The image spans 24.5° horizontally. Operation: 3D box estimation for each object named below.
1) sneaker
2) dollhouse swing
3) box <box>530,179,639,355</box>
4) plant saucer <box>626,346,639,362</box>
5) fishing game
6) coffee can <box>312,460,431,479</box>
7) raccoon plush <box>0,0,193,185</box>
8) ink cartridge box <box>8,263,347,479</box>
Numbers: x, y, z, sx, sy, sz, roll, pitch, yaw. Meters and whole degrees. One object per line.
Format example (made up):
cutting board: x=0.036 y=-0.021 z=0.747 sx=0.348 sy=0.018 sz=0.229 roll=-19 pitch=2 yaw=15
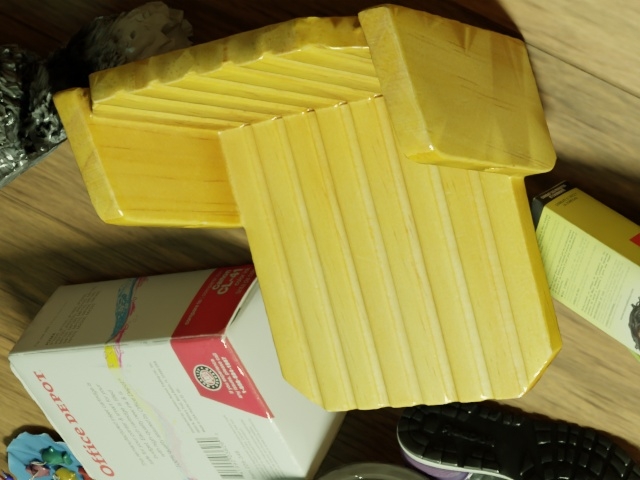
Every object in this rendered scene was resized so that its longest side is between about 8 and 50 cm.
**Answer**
sneaker: x=0.220 y=0.255 z=1.553 sx=0.283 sy=0.107 sz=0.124 roll=20 pitch=146 yaw=21
dollhouse swing: x=0.000 y=0.000 z=1.259 sx=0.346 sy=0.315 sz=0.305 roll=-8 pitch=85 yaw=34
box: x=0.279 y=0.044 z=1.276 sx=0.232 sy=0.058 sz=0.087 roll=35 pitch=132 yaw=29
plant saucer: x=0.351 y=0.061 z=1.292 sx=0.188 sy=0.045 sz=0.188 roll=51 pitch=138 yaw=12
fishing game: x=-0.340 y=0.328 z=1.953 sx=0.264 sy=0.041 sz=0.189 roll=-24 pitch=116 yaw=44
coffee can: x=0.056 y=0.386 z=1.620 sx=0.201 sy=0.201 sz=0.275 roll=19 pitch=153 yaw=12
raccoon plush: x=-0.365 y=-0.199 z=1.438 sx=0.446 sy=0.216 sz=0.299 roll=-32 pitch=97 yaw=12
ink cartridge box: x=-0.156 y=0.155 z=1.628 sx=0.306 sy=0.131 sz=0.226 roll=-5 pitch=127 yaw=34
